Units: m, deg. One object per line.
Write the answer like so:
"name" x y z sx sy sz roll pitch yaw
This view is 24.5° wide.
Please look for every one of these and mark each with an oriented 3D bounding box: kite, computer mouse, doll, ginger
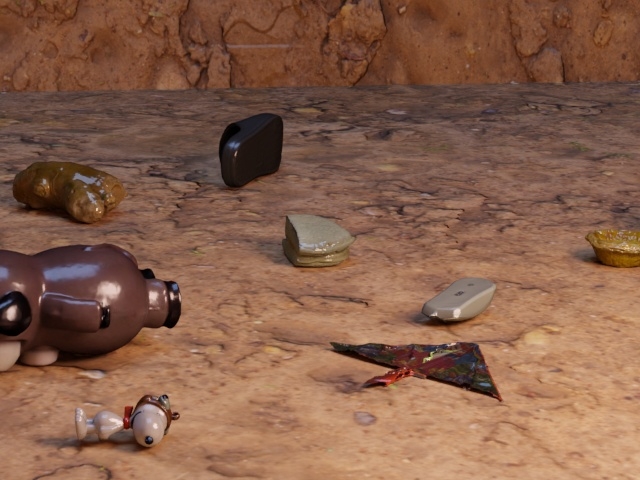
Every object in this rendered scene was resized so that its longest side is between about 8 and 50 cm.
"kite" 0.111 0.125 1.497 0.232 0.009 0.189 11 16 40
"computer mouse" 0.157 0.075 1.674 0.056 0.032 0.110 9 25 38
"doll" -0.280 0.063 1.512 0.257 0.117 0.182 -7 13 -33
"ginger" -0.371 -0.080 2.229 0.205 0.081 0.115 21 54 36
"doll" -0.169 0.158 1.281 0.085 0.040 0.058 4 23 11

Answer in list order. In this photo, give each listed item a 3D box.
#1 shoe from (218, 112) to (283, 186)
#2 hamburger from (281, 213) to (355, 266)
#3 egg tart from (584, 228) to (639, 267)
"shoe" -0.137 -0.159 2.528 0.093 0.108 0.241 8 18 17
"hamburger" 0.000 0.004 1.945 0.084 0.054 0.121 2 15 -12
"egg tart" 0.398 0.011 1.948 0.105 0.039 0.105 0 13 0
